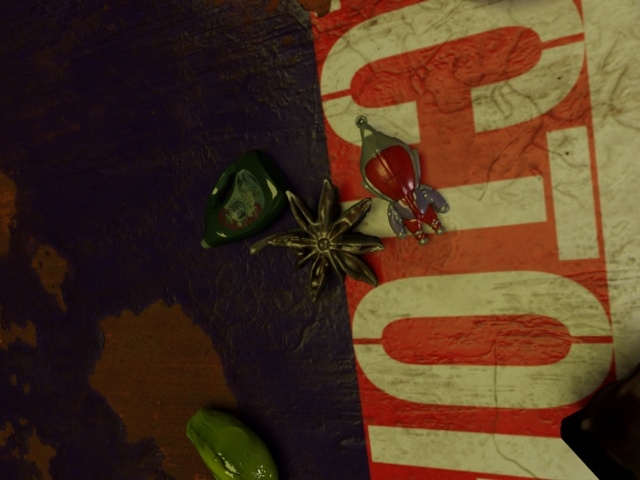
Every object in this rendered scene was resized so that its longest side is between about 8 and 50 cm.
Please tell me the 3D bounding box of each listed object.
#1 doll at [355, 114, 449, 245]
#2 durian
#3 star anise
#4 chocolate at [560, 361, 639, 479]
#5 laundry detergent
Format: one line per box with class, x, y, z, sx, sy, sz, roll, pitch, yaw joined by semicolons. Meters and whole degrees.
doll;0.119;-0.098;0.739;0.102;0.075;0.227;-34;92;9
durian;-0.161;0.427;0.915;0.250;0.101;0.139;35;144;16
star anise;-0.001;0.000;0.795;0.231;0.089;0.209;21;103;16
chocolate;0.456;0.237;0.542;0.283;0.283;0.186;32;102;17
laundry detergent;-0.157;-0.062;0.871;0.211;0.063;0.137;-40;79;24
